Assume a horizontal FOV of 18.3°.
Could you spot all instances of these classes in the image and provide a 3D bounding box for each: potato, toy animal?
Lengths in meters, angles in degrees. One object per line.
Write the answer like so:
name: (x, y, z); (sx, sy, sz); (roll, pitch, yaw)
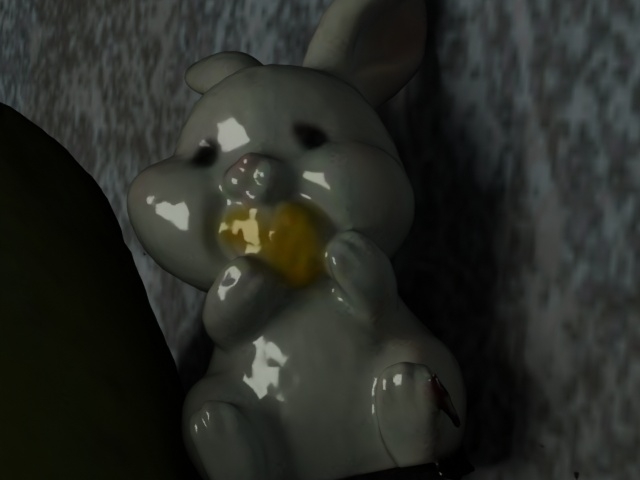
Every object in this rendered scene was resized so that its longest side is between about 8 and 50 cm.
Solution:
potato: (-0.064, 0.111, 0.492); (0.269, 0.112, 0.255); (76, 171, -50)
toy animal: (-0.003, 0.000, 0.473); (0.071, 0.085, 0.124); (-16, 85, 23)
